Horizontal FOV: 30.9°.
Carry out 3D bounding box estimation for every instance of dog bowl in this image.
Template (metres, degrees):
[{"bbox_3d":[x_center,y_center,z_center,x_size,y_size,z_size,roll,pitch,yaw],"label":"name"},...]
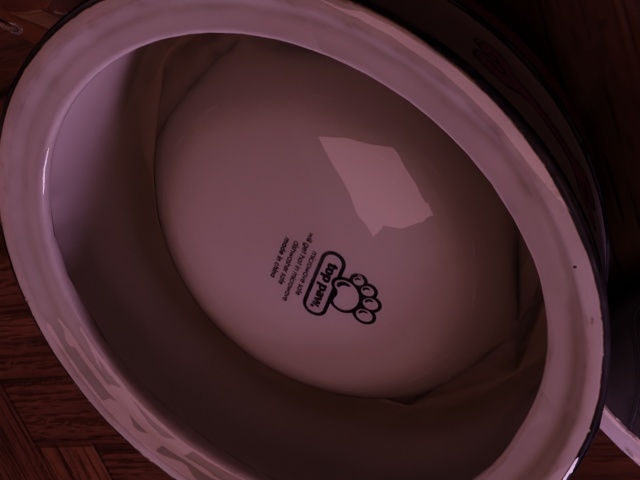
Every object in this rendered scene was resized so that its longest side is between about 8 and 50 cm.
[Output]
[{"bbox_3d":[0.000,0.000,0.748,0.408,0.150,0.408,14,125,21],"label":"dog bowl"}]

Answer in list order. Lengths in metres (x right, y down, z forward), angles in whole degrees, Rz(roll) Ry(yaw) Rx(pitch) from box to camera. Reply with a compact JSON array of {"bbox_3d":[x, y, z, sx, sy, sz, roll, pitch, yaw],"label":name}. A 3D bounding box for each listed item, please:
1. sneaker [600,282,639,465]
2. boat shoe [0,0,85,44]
[{"bbox_3d":[0.302,0.126,0.743,0.296,0.104,0.147,41,136,5],"label":"sneaker"},{"bbox_3d":[-0.294,-0.252,0.821,0.324,0.123,0.116,38,133,4],"label":"boat shoe"}]
